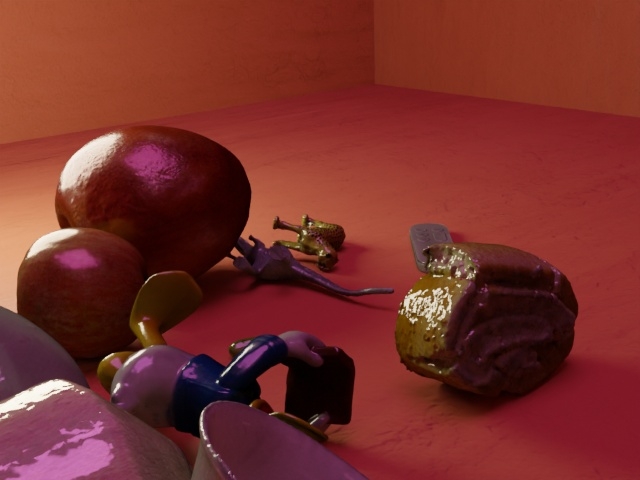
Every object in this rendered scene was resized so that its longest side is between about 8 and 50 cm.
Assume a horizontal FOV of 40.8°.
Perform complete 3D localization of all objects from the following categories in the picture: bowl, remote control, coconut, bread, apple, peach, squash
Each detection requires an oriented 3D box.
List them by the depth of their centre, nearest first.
[{"bbox_3d":[-0.001,0.267,0.610,0.313,0.146,0.313,38,-1,1],"label":"bowl"},{"bbox_3d":[-0.206,0.233,0.651,0.237,0.237,0.266,16,31,43],"label":"coconut"},{"bbox_3d":[0.226,0.096,1.101,0.257,0.186,0.124,-4,13,-33],"label":"bread"},{"bbox_3d":[-0.331,0.075,1.216,0.174,0.188,0.188,0,18,-8],"label":"apple"},{"bbox_3d":[-0.087,0.150,1.220,0.089,0.027,0.027,-6,19,-17],"label":"squash"},{"bbox_3d":[-0.269,-0.055,1.441,0.332,0.307,0.308,-18,24,-33],"label":"peach"},{"bbox_3d":[0.211,0.012,1.607,0.077,0.022,0.245,-3,18,3],"label":"remote control"}]

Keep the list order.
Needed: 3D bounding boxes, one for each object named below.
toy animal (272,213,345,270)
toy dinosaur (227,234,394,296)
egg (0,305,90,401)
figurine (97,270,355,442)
[{"bbox_3d":[0.000,0.000,1.615,0.136,0.073,0.181,16,12,23],"label":"toy animal"},{"bbox_3d":[-0.063,0.046,1.439,0.129,0.076,0.383,11,10,-45],"label":"toy dinosaur"},{"bbox_3d":[-0.396,0.164,0.868,0.371,0.230,0.230,15,23,22],"label":"egg"},{"bbox_3d":[-0.085,0.200,0.929,0.284,0.204,0.338,-1,29,-18],"label":"figurine"}]
